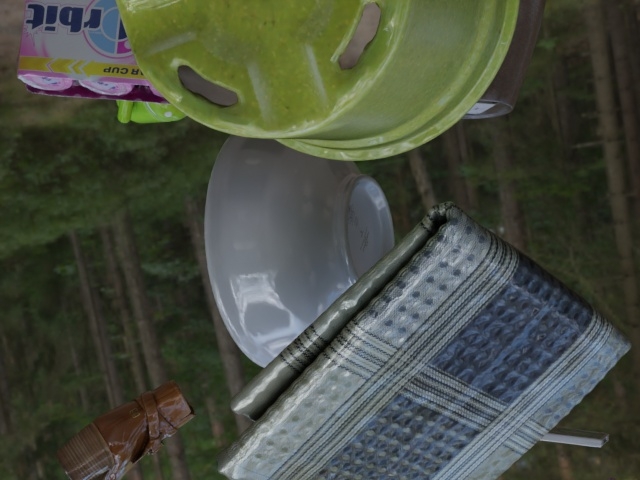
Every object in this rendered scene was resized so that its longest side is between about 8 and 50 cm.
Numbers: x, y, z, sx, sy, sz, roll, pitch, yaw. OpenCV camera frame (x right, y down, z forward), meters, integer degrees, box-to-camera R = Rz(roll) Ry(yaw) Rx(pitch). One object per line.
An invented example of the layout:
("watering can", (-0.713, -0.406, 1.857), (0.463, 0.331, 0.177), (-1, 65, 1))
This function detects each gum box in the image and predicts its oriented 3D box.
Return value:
("gum box", (-0.203, -0.199, 0.907), (0.188, 0.107, 0.062), (4, 171, -1))

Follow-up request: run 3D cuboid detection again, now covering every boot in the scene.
("boot", (-0.215, 0.236, 1.067), (0.152, 0.073, 0.197), (-33, 166, -16))

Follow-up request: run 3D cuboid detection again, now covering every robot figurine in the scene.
("robot figurine", (-0.182, -0.165, 1.019), (0.101, 0.067, 0.115), (-16, -166, -42))

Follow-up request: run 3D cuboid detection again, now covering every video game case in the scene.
("video game case", (0.318, 0.249, 1.169), (0.087, 0.011, 0.122), (2, 173, 22))

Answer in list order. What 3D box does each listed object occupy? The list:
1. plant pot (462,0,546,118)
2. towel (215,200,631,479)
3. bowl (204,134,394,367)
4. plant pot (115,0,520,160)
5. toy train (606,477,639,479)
("plant pot", (0.201, -0.285, 1.218), (0.215, 0.230, 0.215), (2, 175, 0))
("towel", (0.100, 0.142, 0.865), (0.312, 0.324, 0.056), (31, -162, -38))
("bowl", (0.000, 0.000, 1.069), (0.134, 0.298, 0.298), (-6, -173, 25))
("plant pot", (-0.008, -0.173, 0.629), (0.276, 0.276, 0.254), (-9, -169, 17))
("toy train", (0.383, 0.331, 1.155), (0.166, 0.046, 0.125), (-14, 170, 40))
